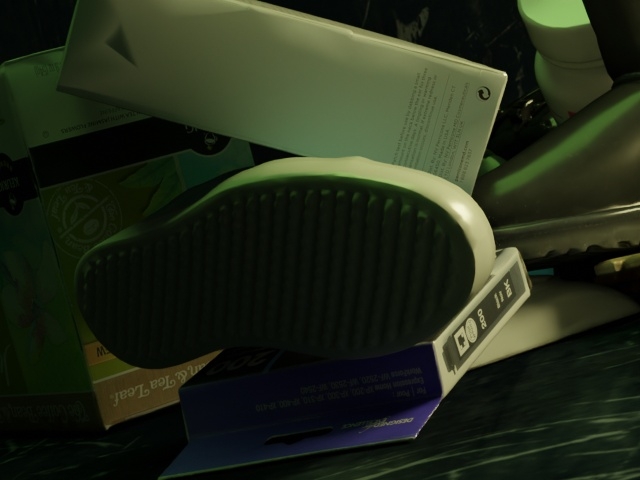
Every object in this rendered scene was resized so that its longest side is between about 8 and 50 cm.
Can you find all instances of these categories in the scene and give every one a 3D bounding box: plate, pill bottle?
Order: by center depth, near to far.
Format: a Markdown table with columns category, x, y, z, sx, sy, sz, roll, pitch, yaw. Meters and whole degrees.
| category | x | y | z | sx | sy | sz | roll | pitch | yaw |
| --- | --- | --- | --- | --- | --- | --- | --- | --- | --- |
| plate | 0.070 | 0.075 | 1.466 | 0.277 | 0.045 | 0.278 | -16 | 4 | -21 |
| pill bottle | 0.290 | -0.134 | 1.686 | 0.160 | 0.283 | 0.160 | -19 | 40 | 17 |

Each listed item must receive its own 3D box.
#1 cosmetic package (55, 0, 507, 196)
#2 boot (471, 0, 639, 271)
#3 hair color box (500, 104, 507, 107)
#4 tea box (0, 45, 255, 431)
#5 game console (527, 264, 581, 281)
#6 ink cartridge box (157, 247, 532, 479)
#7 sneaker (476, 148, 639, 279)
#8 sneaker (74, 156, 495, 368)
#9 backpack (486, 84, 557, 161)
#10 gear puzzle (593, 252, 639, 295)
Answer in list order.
| category | x | y | z | sx | sy | sz | roll | pitch | yaw |
| --- | --- | --- | --- | --- | --- | --- | --- | --- | --- |
| cosmetic package | -0.042 | -0.130 | 1.374 | 0.284 | 0.097 | 0.377 | 16 | 7 | -8 |
| boot | 0.215 | -0.212 | 1.464 | 0.367 | 0.445 | 0.146 | -10 | -4 | -20 |
| hair color box | 0.361 | -0.112 | 2.259 | 0.347 | 0.174 | 0.105 | -15 | 4 | 1 |
| tea box | -0.219 | -0.005 | 1.709 | 0.220 | 0.324 | 0.329 | -18 | 4 | -32 |
| game console | 0.181 | -0.007 | 1.567 | 0.071 | 0.122 | 0.107 | -6 | -10 | 18 |
| ink cartridge box | 0.013 | 0.081 | 1.239 | 0.206 | 0.045 | 0.208 | -14 | 17 | 32 |
| sneaker | 0.198 | 0.006 | 1.690 | 0.140 | 0.125 | 0.341 | -56 | 28 | -12 |
| sneaker | -0.011 | -0.007 | 1.231 | 0.366 | 0.135 | 0.150 | -6 | 25 | 46 |
| backpack | 0.388 | -0.126 | 2.001 | 0.355 | 0.273 | 0.290 | -38 | 6 | -12 |
| gear puzzle | 0.300 | 0.018 | 1.360 | 0.175 | 0.044 | 0.339 | -11 | -3 | -24 |
